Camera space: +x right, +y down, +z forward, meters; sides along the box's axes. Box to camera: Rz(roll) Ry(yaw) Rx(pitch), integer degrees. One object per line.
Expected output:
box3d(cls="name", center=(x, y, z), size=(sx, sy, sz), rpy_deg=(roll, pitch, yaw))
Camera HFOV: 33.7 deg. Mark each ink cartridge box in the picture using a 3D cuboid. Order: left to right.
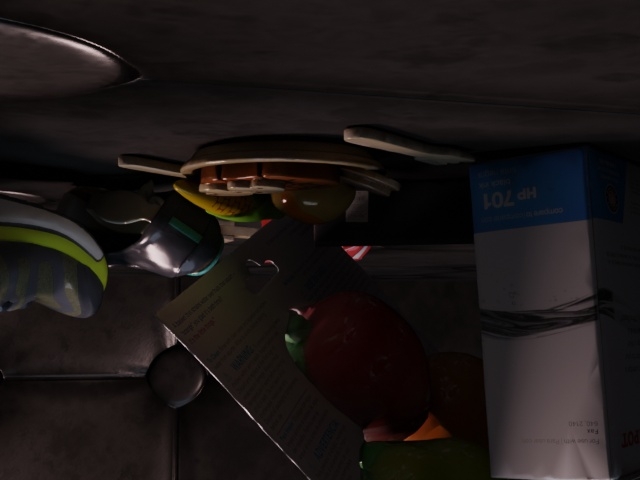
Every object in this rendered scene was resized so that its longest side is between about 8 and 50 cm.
box3d(cls="ink cartridge box", center=(0.162, 0.047, 0.660), size=(0.082, 0.190, 0.140), rpy_deg=(-6, 173, 33))

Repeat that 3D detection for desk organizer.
box3d(cls="desk organizer", center=(0.064, -0.019, 0.785), size=(0.130, 0.047, 0.050), rpy_deg=(-1, 178, 18))

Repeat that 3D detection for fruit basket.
box3d(cls="fruit basket", center=(0.052, 0.140, 0.770), size=(0.353, 0.165, 0.327), rpy_deg=(41, -160, 0))

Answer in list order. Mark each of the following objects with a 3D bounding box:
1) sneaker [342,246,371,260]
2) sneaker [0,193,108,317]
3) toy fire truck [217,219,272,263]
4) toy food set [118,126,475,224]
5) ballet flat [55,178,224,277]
box3d(cls="sneaker", center=(0.000, 0.000, 1.067), size=(0.118, 0.042, 0.067), rpy_deg=(-6, 170, 38))
box3d(cls="sneaker", center=(-0.251, 0.023, 0.664), size=(0.111, 0.121, 0.300), rpy_deg=(4, 170, 31))
box3d(cls="toy fire truck", center=(-0.113, -0.005, 0.966), size=(0.135, 0.047, 0.192), rpy_deg=(-3, 174, 28))
box3d(cls="toy food set", center=(-0.019, -0.033, 0.636), size=(0.192, 0.038, 0.132), rpy_deg=(-3, 175, 37))
box3d(cls="ballet flat", center=(-0.153, -0.014, 0.784), size=(0.074, 0.074, 0.203), rpy_deg=(4, 180, -43))
